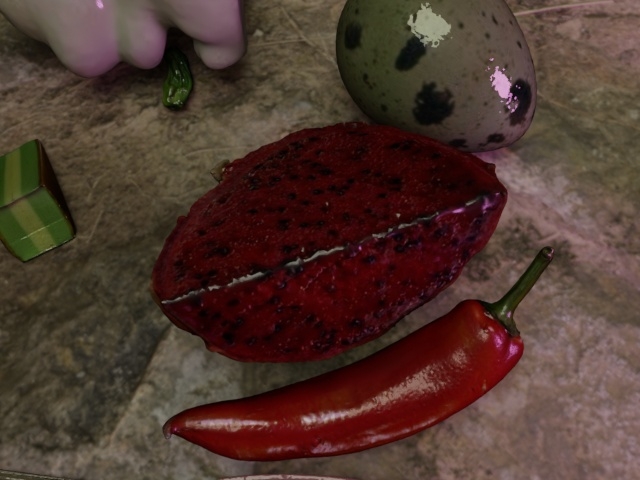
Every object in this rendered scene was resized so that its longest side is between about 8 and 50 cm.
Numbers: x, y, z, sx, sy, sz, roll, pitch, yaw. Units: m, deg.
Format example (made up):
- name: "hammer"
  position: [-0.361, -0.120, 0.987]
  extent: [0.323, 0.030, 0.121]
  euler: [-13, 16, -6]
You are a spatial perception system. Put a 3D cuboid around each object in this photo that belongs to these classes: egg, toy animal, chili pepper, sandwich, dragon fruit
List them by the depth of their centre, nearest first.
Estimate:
- name: "chili pepper"
  position: [0.055, 0.131, 0.616]
  extent: [0.368, 0.137, 0.092]
  euler: [-26, 49, -6]
- name: "dragon fruit"
  position: [0.000, 0.000, 0.669]
  extent: [0.316, 0.152, 0.205]
  euler: [-18, 42, -6]
- name: "egg"
  position: [0.121, -0.182, 0.697]
  extent: [0.228, 0.177, 0.177]
  euler: [43, 78, 2]
- name: "toy animal"
  position: [-0.252, -0.306, 0.717]
  extent: [0.367, 0.241, 0.196]
  euler: [-5, 53, 10]
- name: "sandwich"
  position: [-0.325, -0.047, 0.761]
  extent: [0.074, 0.074, 0.116]
  euler: [-26, 40, -5]
- name: "chili pepper"
  position: [-0.168, -0.190, 0.789]
  extent: [0.034, 0.030, 0.091]
  euler: [-17, 67, 23]

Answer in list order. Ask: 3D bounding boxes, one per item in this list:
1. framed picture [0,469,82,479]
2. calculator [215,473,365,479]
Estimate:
- name: "framed picture"
  position: [-0.314, 0.332, 0.624]
  extent: [0.172, 0.010, 0.232]
  euler: [6, 72, 0]
- name: "calculator"
  position: [0.045, 0.331, 0.599]
  extent: [0.329, 0.048, 0.220]
  euler: [12, 71, 4]
